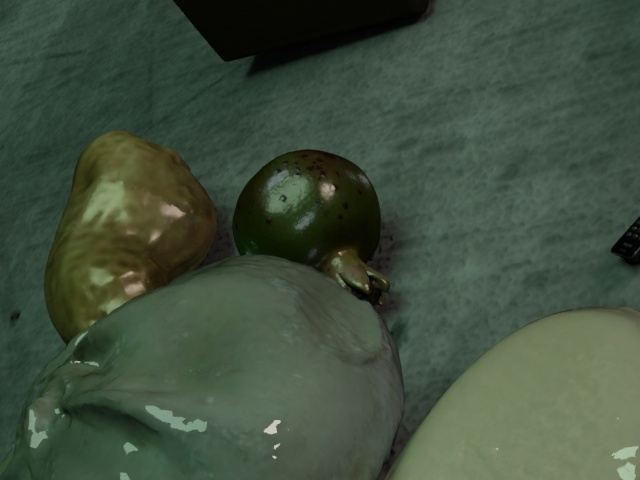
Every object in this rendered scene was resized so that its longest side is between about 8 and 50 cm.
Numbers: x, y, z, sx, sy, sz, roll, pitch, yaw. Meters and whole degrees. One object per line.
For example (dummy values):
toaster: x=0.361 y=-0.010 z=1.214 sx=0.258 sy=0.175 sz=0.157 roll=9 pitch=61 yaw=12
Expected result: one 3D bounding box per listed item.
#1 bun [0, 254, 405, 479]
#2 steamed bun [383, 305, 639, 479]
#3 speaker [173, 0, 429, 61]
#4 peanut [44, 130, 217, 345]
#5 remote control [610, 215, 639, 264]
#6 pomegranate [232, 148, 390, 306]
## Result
bun: x=-0.098 y=0.152 z=0.909 sx=0.354 sy=0.194 sz=0.354 roll=-55 pitch=9 yaw=13
steamed bun: x=0.128 y=0.146 z=0.802 sx=0.177 sy=0.131 sz=0.228 roll=12 pitch=63 yaw=50
speaker: x=-0.018 y=-0.284 z=1.377 sx=0.231 sy=0.192 sz=0.153 roll=-9 pitch=47 yaw=37
peanut: x=-0.158 y=0.014 z=1.270 sx=0.137 sy=0.122 sz=0.253 roll=-15 pitch=46 yaw=27
remote control: x=0.224 y=-0.021 z=0.981 sx=0.091 sy=0.016 sz=0.034 roll=-48 pitch=17 yaw=-5
pomegranate: x=0.000 y=0.000 z=1.129 sx=0.114 sy=0.114 sz=0.142 roll=-40 pitch=57 yaw=8
